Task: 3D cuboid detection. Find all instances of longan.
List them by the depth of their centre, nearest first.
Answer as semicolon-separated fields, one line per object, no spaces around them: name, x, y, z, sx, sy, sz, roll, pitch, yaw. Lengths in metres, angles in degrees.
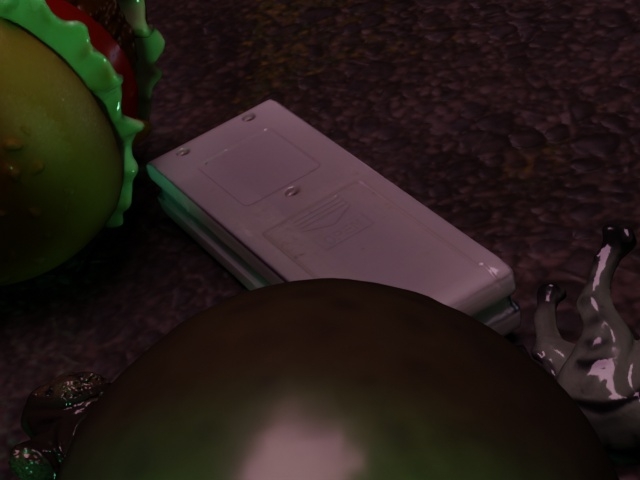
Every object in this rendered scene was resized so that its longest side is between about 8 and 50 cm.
longan;0.008;0.144;0.678;0.258;0.258;0.258;-9;37;7

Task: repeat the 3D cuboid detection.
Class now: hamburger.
hamburger;-0.242;-0.090;1.056;0.274;0.274;0.212;-5;48;12

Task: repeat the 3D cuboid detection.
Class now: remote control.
remote control;0.000;0.000;1.025;0.103;0.055;0.277;-29;38;-19

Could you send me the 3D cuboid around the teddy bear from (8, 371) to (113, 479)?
teddy bear;-0.106;0.113;0.902;0.119;0.078;0.160;-17;10;-33

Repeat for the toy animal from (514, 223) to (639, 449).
toy animal;0.194;0.080;0.844;0.217;0.073;0.176;0;53;25
